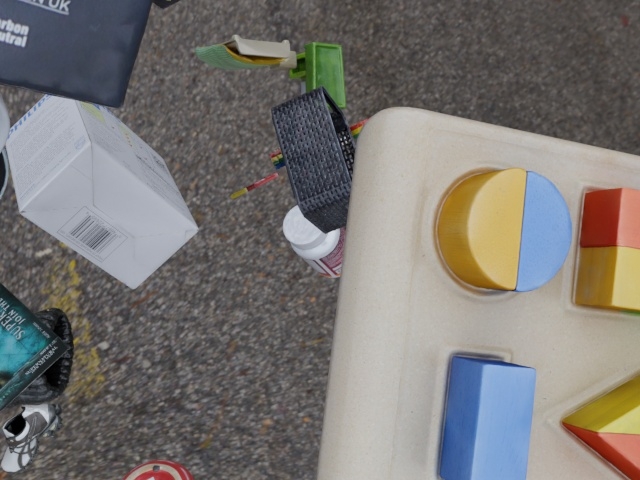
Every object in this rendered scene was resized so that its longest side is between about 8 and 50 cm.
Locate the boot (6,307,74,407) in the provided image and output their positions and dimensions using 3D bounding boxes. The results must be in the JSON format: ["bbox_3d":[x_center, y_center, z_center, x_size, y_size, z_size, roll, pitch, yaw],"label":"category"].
[{"bbox_3d":[-0.579,0.146,1.365,0.260,0.131,0.347,-20,68,12],"label":"boot"}]

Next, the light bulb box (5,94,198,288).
[{"bbox_3d":[-0.522,-0.139,1.815,0.225,0.361,0.358,-41,132,5],"label":"light bulb box"}]

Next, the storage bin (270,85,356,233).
[{"bbox_3d":[0.005,-0.114,1.105,0.122,0.084,0.180,38,34,-65],"label":"storage bin"}]

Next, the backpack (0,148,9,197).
[{"bbox_3d":[-0.535,-0.120,0.974,0.225,0.191,0.253,-46,135,-36],"label":"backpack"}]

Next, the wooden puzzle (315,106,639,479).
[{"bbox_3d":[0.187,0.076,0.605,0.348,0.080,0.322,8,87,-14],"label":"wooden puzzle"}]

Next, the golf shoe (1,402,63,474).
[{"bbox_3d":[-0.598,0.387,1.522,0.094,0.198,0.077,24,24,-41],"label":"golf shoe"}]

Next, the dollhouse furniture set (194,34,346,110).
[{"bbox_3d":[-0.118,-0.380,1.801,0.302,0.198,0.151,-4,94,-35],"label":"dollhouse furniture set"}]

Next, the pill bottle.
[{"bbox_3d":[0.000,0.000,1.794,0.221,0.121,0.121,46,42,-61],"label":"pill bottle"}]

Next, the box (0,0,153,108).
[{"bbox_3d":[-0.279,-0.398,0.487,0.297,0.480,0.471,6,112,-42],"label":"box"}]

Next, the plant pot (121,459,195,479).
[{"bbox_3d":[-0.313,0.549,1.538,0.191,0.174,0.191,-5,42,4],"label":"plant pot"}]

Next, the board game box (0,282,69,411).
[{"bbox_3d":[-0.352,0.103,0.769,0.126,0.186,0.026,-46,141,-20],"label":"board game box"}]

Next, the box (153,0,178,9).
[{"bbox_3d":[-0.292,-0.497,0.995,0.293,0.073,0.295,18,65,-48],"label":"box"}]

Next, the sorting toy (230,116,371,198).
[{"bbox_3d":[-0.040,-0.155,1.362,0.275,0.132,0.046,-29,96,-20],"label":"sorting toy"}]

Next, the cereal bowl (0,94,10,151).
[{"bbox_3d":[-0.471,-0.112,0.692,0.339,0.339,0.141,-24,82,-32],"label":"cereal bowl"}]
